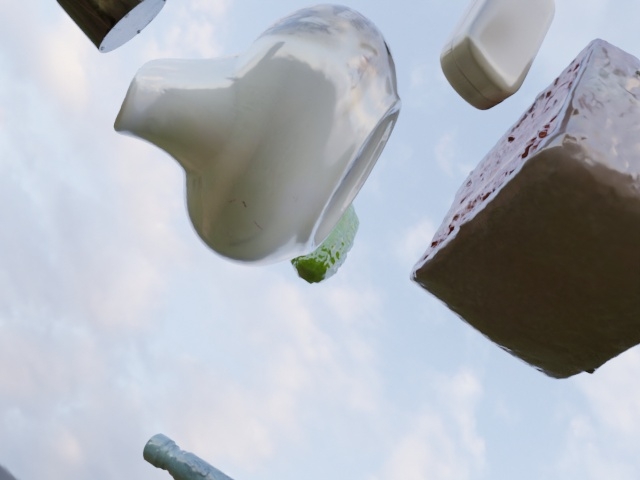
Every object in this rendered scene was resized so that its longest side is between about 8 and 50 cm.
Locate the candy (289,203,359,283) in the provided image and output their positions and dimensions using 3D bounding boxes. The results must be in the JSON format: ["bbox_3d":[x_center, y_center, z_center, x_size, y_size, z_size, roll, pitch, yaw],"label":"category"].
[{"bbox_3d":[0.000,0.000,0.862,0.096,0.209,0.097,3,-68,7],"label":"candy"}]

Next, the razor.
[{"bbox_3d":[-0.045,0.208,0.477,0.231,0.068,0.106,19,-20,30],"label":"razor"}]

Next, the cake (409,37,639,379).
[{"bbox_3d":[0.277,-0.024,0.704,0.230,0.237,0.309,32,-38,1],"label":"cake"}]

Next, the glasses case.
[{"bbox_3d":[0.184,-0.213,0.656,0.083,0.196,0.050,46,-37,-16],"label":"glasses case"}]

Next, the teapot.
[{"bbox_3d":[-0.028,-0.081,0.490,0.139,0.298,0.204,30,-76,7],"label":"teapot"}]

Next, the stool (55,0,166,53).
[{"bbox_3d":[-0.447,-0.520,1.232,0.264,0.179,0.179,50,-45,-11],"label":"stool"}]
